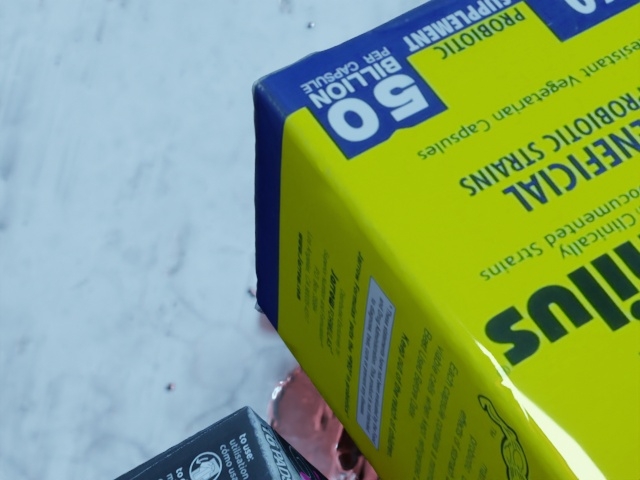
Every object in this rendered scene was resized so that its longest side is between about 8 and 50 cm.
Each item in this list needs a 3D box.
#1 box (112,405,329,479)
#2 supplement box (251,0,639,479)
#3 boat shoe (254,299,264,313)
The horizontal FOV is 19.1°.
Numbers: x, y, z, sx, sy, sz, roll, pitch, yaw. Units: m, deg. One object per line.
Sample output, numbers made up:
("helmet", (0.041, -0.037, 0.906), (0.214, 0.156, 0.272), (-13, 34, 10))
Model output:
("box", (-0.032, 0.234, 0.879), (0.163, 0.142, 0.247), (-29, 55, 7))
("supplement box", (0.143, 0.065, 0.843), (0.194, 0.195, 0.356), (-28, 63, -18))
("boat shoe", (0.000, 0.000, 1.031), (0.035, 0.035, 0.100), (26, 77, -6))
